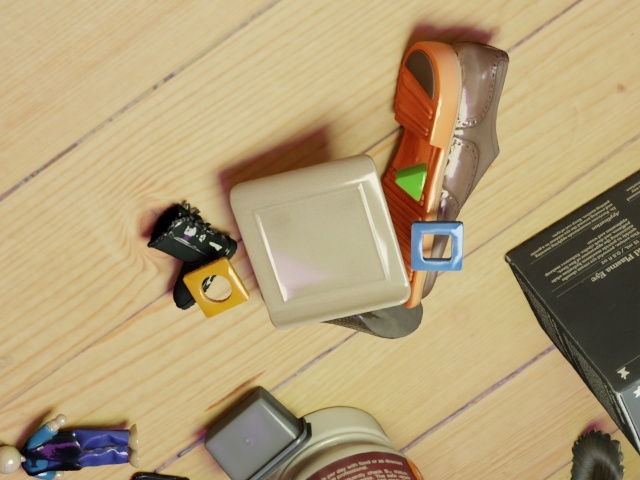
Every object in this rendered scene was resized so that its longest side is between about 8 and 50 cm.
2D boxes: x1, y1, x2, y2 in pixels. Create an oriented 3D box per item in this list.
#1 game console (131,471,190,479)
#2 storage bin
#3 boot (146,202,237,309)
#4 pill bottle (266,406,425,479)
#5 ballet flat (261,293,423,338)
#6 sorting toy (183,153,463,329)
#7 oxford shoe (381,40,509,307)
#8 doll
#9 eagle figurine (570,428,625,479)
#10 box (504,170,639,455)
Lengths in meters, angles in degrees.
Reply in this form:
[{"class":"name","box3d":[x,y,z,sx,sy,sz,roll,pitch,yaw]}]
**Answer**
[{"class":"game console","box3d":[-0.223,0.411,1.831,0.124,0.085,0.144,14,116,-30]},{"class":"storage bin","box3d":[-0.091,0.269,1.794,0.135,0.098,0.091,-40,101,8]},{"class":"boot","box3d":[-0.171,0.019,1.610,0.099,0.045,0.121,32,103,-35]},{"class":"pill bottle","box3d":[0.070,0.421,1.763,0.224,0.392,0.224,-11,127,-15]},{"class":"ballet flat","box3d":[0.029,0.084,1.735,0.250,0.058,0.084,8,84,-33]},{"class":"sorting toy","box3d":[0.000,0.000,1.582,0.347,0.047,0.196,-13,112,10]},{"class":"oxford shoe","box3d":[0.160,-0.074,1.633,0.133,0.130,0.364,-7,125,-25]},{"class":"doll","box3d":[-0.336,0.276,1.716,0.189,0.046,0.129,-5,134,-12]},{"class":"eagle figurine","box3d":[0.456,0.465,2.061,0.226,0.225,0.298,24,109,-37]},{"class":"box","box3d":[0.483,0.071,1.744,0.343,0.312,0.179,-32,129,1]}]
